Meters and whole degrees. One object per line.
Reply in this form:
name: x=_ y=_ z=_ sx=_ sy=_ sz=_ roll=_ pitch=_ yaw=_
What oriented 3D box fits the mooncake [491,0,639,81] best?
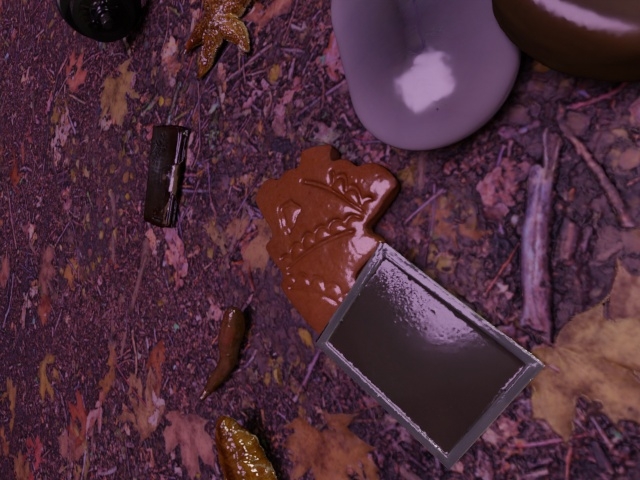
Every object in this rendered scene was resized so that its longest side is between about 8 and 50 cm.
mooncake: x=0.288 y=-0.272 z=0.423 sx=0.235 sy=0.117 sz=0.234 roll=-2 pitch=86 yaw=25

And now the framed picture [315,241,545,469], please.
framed picture: x=0.130 y=0.152 z=0.591 sx=0.252 sy=0.014 sz=0.197 roll=39 pitch=111 yaw=23

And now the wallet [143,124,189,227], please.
wallet: x=-0.360 y=-0.149 z=0.987 sx=0.122 sy=0.031 sz=0.232 roll=14 pitch=97 yaw=39

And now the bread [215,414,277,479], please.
bread: x=-0.123 y=0.415 z=0.757 sx=0.105 sy=0.076 sz=0.233 roll=-24 pitch=81 yaw=47

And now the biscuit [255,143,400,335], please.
biscuit: x=0.000 y=0.000 z=0.696 sx=0.284 sy=0.043 sz=0.306 roll=-5 pitch=86 yaw=37

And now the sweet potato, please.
sweet potato: x=-0.184 y=0.220 z=0.830 sx=0.050 sy=0.050 sz=0.214 roll=30 pitch=110 yaw=34

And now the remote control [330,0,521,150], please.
remote control: x=0.126 y=-0.279 z=0.569 sx=0.221 sy=0.103 sz=0.332 roll=-18 pitch=77 yaw=29

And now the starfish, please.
starfish: x=-0.213 y=-0.446 z=0.879 sx=0.227 sy=0.043 sz=0.240 roll=-38 pitch=64 yaw=29

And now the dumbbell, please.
dumbbell: x=-0.554 y=-0.621 z=1.051 sx=0.192 sy=0.192 sz=0.290 roll=-39 pitch=66 yaw=30
